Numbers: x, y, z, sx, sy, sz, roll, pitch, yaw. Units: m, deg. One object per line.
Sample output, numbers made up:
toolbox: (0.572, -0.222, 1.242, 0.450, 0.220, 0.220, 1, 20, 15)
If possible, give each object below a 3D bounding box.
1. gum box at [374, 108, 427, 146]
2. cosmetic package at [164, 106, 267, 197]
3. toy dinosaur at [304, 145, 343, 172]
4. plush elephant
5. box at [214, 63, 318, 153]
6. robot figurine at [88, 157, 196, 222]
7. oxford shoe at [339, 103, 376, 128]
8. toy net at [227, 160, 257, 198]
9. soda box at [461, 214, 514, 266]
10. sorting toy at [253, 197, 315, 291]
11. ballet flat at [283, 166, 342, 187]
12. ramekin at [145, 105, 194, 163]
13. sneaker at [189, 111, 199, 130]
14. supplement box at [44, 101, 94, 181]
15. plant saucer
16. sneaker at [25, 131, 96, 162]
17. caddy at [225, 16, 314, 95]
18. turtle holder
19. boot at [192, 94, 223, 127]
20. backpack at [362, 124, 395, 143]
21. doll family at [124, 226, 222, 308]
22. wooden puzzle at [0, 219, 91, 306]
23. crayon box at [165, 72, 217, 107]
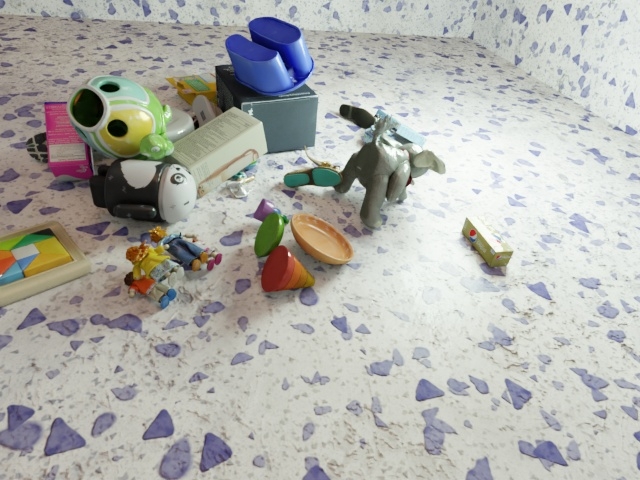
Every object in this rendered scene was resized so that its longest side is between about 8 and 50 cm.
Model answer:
gum box: (0.329, -0.461, 1.924, 0.184, 0.041, 0.157, 16, 25, -43)
cosmetic package: (-0.334, -0.289, 1.520, 0.153, 0.129, 0.296, 34, 60, 30)
toy dinosaur: (0.008, -0.266, 1.679, 0.211, 0.064, 0.112, 26, 22, 9)
plush elephant: (0.234, -0.227, 1.509, 0.255, 0.330, 0.272, 6, 26, -34)
box: (-0.218, -0.526, 1.831, 0.293, 0.212, 0.395, -12, 41, -20)
robot figurine: (-0.491, -0.142, 1.318, 0.277, 0.173, 0.209, 6, 76, -2)
oxford shoe: (0.181, -0.548, 2.056, 0.076, 0.076, 0.212, -12, 41, -44)
toy net: (-0.278, -0.221, 1.568, 0.122, 0.045, 0.232, 4, 38, -5)
soda box: (0.497, -0.001, 1.409, 0.061, 0.058, 0.181, -4, 39, -15)
sorting toy: (-0.095, 0.017, 1.274, 0.126, 0.127, 0.366, 24, 26, -29)
ballet flat: (-0.022, -0.215, 1.557, 0.206, 0.073, 0.067, 2, 26, 17)
ramekin: (-0.565, -0.359, 1.622, 0.276, 0.135, 0.277, 5, 37, -4)
sneaker: (-0.481, -0.463, 1.844, 0.077, 0.072, 0.178, 34, 42, 1)
supplement box: (-0.775, -0.305, 1.451, 0.113, 0.111, 0.220, -7, 75, -18)
plant saucer: (0.000, 0.000, 1.283, 0.199, 0.037, 0.200, 29, 24, -14)
sneaker: (-0.829, -0.320, 1.578, 0.275, 0.107, 0.110, -13, 14, -20)
caddy: (-0.179, -0.647, 1.683, 0.241, 0.179, 0.341, -42, 55, -15)
turtle holder: (-0.585, -0.331, 1.370, 0.321, 0.243, 0.227, 62, 14, 7)
boot: (-0.396, -0.431, 1.782, 0.123, 0.095, 0.259, 19, 46, -56)
backpack: (0.232, -0.417, 1.881, 0.104, 0.084, 0.114, -16, 40, -31)
doll family: (-0.376, 0.034, 1.158, 0.163, 0.119, 0.263, 24, 40, 21)
wooden puzzle: (-0.716, 0.040, 1.151, 0.220, 0.044, 0.238, -25, 48, -36)
crayon box: (-0.491, -0.663, 2.074, 0.322, 0.083, 0.203, -19, 45, -32)
